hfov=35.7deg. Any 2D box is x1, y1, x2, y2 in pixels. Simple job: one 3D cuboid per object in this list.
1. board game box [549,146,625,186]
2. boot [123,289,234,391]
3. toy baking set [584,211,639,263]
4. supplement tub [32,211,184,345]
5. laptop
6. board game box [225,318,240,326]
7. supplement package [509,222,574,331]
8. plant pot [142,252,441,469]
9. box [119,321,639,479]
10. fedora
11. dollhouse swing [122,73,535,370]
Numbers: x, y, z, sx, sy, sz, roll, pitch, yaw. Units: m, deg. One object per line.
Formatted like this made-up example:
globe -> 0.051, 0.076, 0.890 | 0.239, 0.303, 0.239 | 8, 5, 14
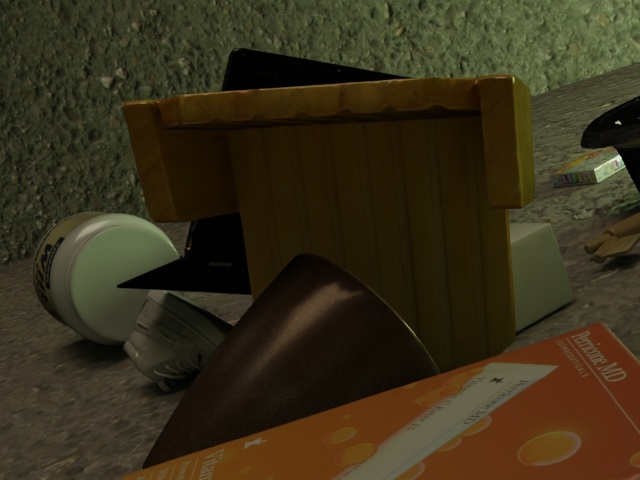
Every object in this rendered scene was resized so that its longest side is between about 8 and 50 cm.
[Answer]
board game box -> 0.506, -0.139, 1.809 | 0.154, 0.026, 0.103 | -27, 14, -33
boot -> -0.179, 0.164, 1.404 | 0.258, 0.123, 0.095 | 27, -1, 44
toy baking set -> 0.474, -0.017, 1.285 | 0.256, 0.030, 0.196 | -25, 15, -23
supplement tub -> -0.388, 0.066, 1.818 | 0.235, 0.236, 0.325 | -24, 11, -22
laptop -> -0.024, -0.057, 1.321 | 0.381, 0.408, 0.236 | 4, 23, -29
board game box -> -0.127, 0.150, 1.496 | 0.259, 0.039, 0.124 | -18, 11, 24
supplement package -> 0.194, 0.058, 1.191 | 0.179, 0.105, 0.105 | -25, 11, -23
plant pot -> -0.037, 0.165, 0.890 | 0.230, 0.215, 0.215 | -40, 18, -21
box -> 0.050, 0.203, 0.574 | 0.345, 0.168, 0.215 | -19, 11, 4
fedora -> 0.555, -0.147, 1.432 | 0.334, 0.153, 0.334 | -23, 9, 4
dollhouse swing -> 0.029, 0.008, 0.976 | 0.346, 0.305, 0.315 | -1, 5, 15
